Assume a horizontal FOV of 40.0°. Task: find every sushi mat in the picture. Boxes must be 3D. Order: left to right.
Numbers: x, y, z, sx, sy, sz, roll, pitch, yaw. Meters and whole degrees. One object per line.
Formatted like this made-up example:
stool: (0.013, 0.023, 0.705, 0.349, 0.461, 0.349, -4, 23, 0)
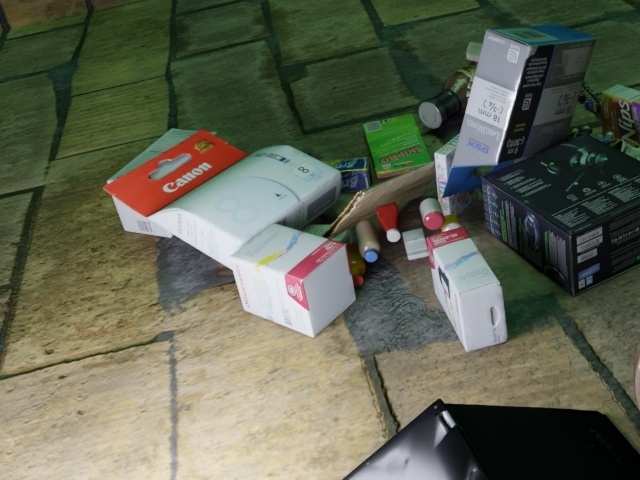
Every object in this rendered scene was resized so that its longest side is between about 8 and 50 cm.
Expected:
sushi mat: (0.140, -0.089, 1.698, 0.316, 0.151, 0.019, -25, 71, -44)

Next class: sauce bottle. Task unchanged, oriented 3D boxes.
sauce bottle: (0.372, -0.372, 2.129, 0.111, 0.111, 0.344, 20, 46, 40)

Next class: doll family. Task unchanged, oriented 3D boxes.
doll family: (0.507, -0.185, 1.793, 0.193, 0.076, 0.111, -31, -6, 40)

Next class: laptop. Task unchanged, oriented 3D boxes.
laptop: (0.235, 0.400, 1.070, 0.408, 0.236, 0.382, -41, 32, 7)

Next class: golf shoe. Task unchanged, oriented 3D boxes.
golf shoe: (0.617, -0.165, 1.752, 0.176, 0.086, 0.069, -28, 34, -26)

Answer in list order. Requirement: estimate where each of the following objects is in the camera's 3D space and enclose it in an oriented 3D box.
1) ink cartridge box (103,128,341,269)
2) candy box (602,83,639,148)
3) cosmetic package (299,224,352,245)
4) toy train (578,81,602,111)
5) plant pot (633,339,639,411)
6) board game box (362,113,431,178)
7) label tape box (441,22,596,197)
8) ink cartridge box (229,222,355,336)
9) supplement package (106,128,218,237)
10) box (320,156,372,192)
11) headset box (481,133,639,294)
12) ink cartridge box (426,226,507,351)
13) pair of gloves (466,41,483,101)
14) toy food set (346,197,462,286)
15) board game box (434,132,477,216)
ink cartridge box: (-0.200, -0.120, 1.779, 0.385, 0.091, 0.308, 30, 46, 25)
candy box: (0.675, -0.247, 1.836, 0.053, 0.109, 0.187, -26, 34, -21)
cosmetic package: (0.000, 0.000, 1.740, 0.115, 0.041, 0.060, 2, 34, 21)
toy train: (0.624, -0.343, 2.076, 0.036, 0.027, 0.158, -15, 32, 2)
plant pot: (0.552, 0.146, 1.175, 0.263, 0.263, 0.229, -1, 18, 17)
board game box: (0.174, -0.215, 2.021, 0.124, 0.039, 0.259, -12, 30, 2)
label tape box: (0.376, -0.231, 1.668, 0.241, 0.333, 0.106, -17, 38, -43)
ink cartridge box: (-0.050, 0.067, 1.573, 0.176, 0.128, 0.127, 17, 42, 36)
supplement package: (-0.333, -0.134, 1.969, 0.139, 0.133, 0.244, 9, 38, 29)
box: (0.026, -0.139, 1.929, 0.169, 0.059, 0.054, -5, 35, 12)
headset box: (0.463, -0.061, 1.597, 0.246, 0.131, 0.283, -23, 34, -16)
ink cartridge box: (0.241, 0.079, 1.458, 0.072, 0.127, 0.175, -15, 32, -3)
pair of gloves: (0.439, -0.381, 2.049, 0.204, 0.042, 0.240, 7, 45, 2)
toy food set: (0.151, 0.001, 1.625, 0.232, 0.111, 0.104, -12, 34, 4)
board game box: (0.270, -0.127, 1.741, 0.026, 0.154, 0.103, 21, 46, 37)
